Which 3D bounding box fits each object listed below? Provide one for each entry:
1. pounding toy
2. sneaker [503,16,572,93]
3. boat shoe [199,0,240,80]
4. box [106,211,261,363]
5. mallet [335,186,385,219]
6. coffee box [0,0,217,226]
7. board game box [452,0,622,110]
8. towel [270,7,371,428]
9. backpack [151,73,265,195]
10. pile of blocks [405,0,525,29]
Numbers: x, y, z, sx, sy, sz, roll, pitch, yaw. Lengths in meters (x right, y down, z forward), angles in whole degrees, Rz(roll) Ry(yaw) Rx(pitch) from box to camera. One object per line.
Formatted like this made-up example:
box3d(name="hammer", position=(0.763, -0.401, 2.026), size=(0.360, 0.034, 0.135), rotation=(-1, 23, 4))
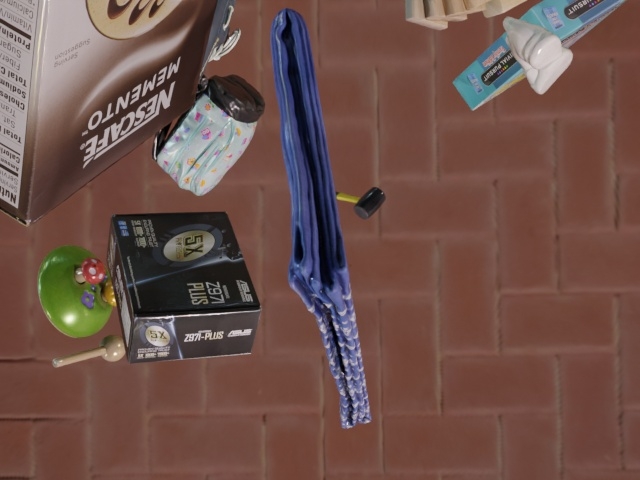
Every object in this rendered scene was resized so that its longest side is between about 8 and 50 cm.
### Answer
box3d(name="pounding toy", position=(-0.431, 0.113, 1.828), size=(0.110, 0.183, 0.237), rotation=(-17, 80, 29))
box3d(name="sneaker", position=(0.333, -0.299, 1.502), size=(0.094, 0.212, 0.080), rotation=(43, 96, 20))
box3d(name="boat shoe", position=(-0.161, -0.289, 1.313), size=(0.095, 0.079, 0.254), rotation=(-21, 47, 28))
box3d(name="box", position=(-0.166, 0.051, 1.135), size=(0.147, 0.180, 0.077), rotation=(-2, 131, -21))
box3d(name="mallet", position=(0.036, -0.079, 1.857), size=(0.190, 0.039, 0.062), rotation=(9, 48, 38))
box3d(name="coffee box", position=(-0.126, -0.176, 0.483), size=(0.119, 0.168, 0.297), rotation=(31, 134, 9))
box3d(name="board game box", position=(0.438, -0.400, 1.871), size=(0.254, 0.336, 0.079), rotation=(-33, 88, -21))
box3d(name="towel", position=(0.000, 0.000, 0.807), size=(0.040, 0.336, 0.243), rotation=(-9, 62, 2))
box3d(name="backpack", position=(-0.173, -0.161, 1.472), size=(0.115, 0.152, 0.182), rotation=(44, 108, 12))
box3d(name="pile of blocks", position=(0.090, -0.243, 0.686), size=(0.362, 0.113, 0.149), rotation=(-1, 86, -42))
